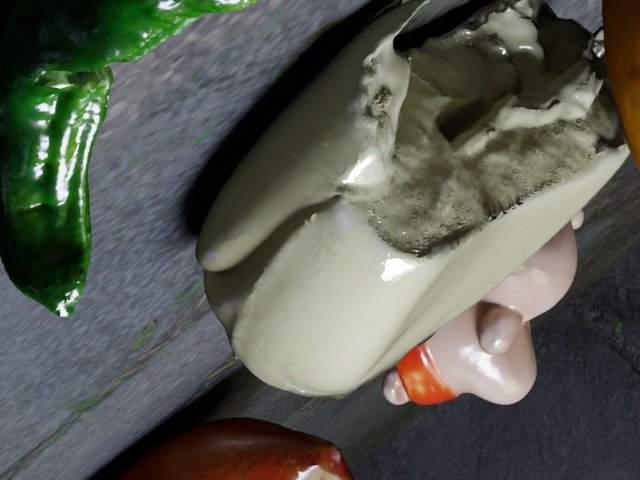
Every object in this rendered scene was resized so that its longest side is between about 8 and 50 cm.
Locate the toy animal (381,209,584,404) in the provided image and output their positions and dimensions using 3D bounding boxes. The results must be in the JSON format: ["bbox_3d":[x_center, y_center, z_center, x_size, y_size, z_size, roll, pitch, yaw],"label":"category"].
[{"bbox_3d":[0.119,0.044,1.285,0.171,0.171,0.198,-22,154,-54],"label":"toy animal"}]

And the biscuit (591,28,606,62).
[{"bbox_3d":[0.295,-0.170,1.207,0.108,0.062,0.239,-45,166,34],"label":"biscuit"}]

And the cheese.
[{"bbox_3d":[0.054,-0.030,0.867,0.266,0.127,0.233,-29,163,-48],"label":"cheese"}]

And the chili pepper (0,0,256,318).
[{"bbox_3d":[-0.071,-0.056,0.507,0.182,0.073,0.050,-53,-175,36],"label":"chili pepper"}]

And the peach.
[{"bbox_3d":[-0.111,0.267,1.376,0.257,0.201,0.362,15,118,-38],"label":"peach"}]

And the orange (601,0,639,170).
[{"bbox_3d":[0.266,-0.131,0.791,0.274,0.274,0.310,-30,130,-33],"label":"orange"}]
